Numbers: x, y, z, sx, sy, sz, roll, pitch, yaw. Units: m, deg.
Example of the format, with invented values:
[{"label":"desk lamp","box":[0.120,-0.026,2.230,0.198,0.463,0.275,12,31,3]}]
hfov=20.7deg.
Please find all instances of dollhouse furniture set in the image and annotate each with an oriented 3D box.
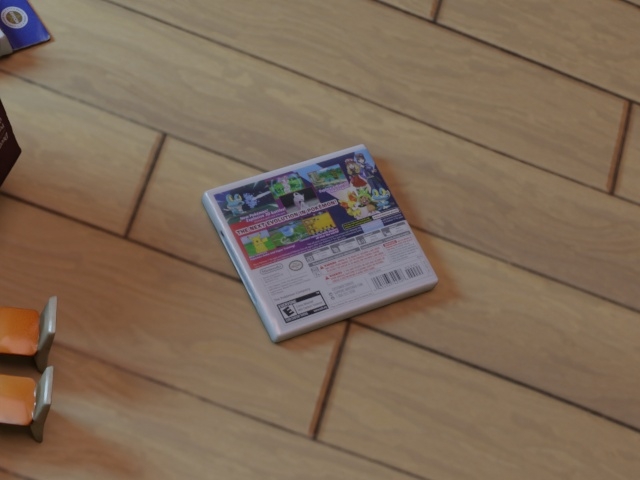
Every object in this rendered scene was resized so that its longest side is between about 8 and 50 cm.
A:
[{"label":"dollhouse furniture set","box":[-0.375,0.142,1.599,0.262,0.135,0.259,7,59,-14]}]

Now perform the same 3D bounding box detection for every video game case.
[{"label":"video game case","box":[0.000,0.000,1.869,0.201,0.023,0.183,-18,68,-25]}]

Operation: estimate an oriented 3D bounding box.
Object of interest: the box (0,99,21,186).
[{"label":"box","box":[-0.415,-0.106,1.663,0.168,0.203,0.167,11,54,18]}]

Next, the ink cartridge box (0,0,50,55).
[{"label":"ink cartridge box","box":[-0.434,-0.273,1.876,0.224,0.045,0.223,-26,71,-29]}]
